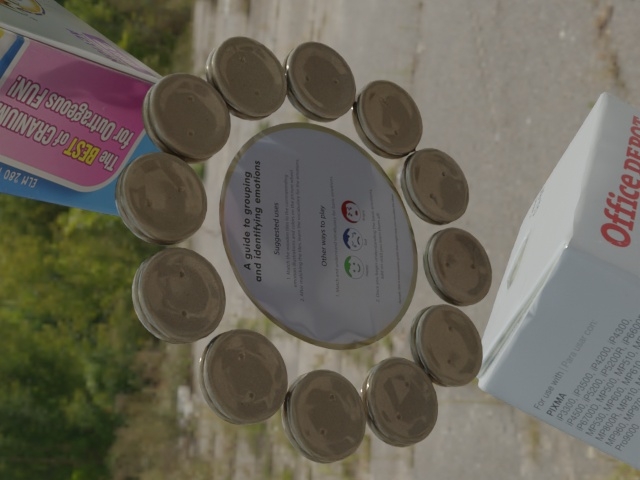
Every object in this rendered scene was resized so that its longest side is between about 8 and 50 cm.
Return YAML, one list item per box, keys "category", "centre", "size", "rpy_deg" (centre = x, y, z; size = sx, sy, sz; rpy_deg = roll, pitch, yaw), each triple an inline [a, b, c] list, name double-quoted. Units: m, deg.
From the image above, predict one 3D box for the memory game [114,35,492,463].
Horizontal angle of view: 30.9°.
- category: "memory game"
  centre: [0.000, 0.000, 0.479]
  size: [0.012, 0.186, 0.186]
  rpy_deg: [-28, 55, 50]

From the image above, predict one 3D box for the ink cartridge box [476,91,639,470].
- category: "ink cartridge box"
  centre: [0.347, 0.073, 0.927]
  size: [0.160, 0.385, 0.279]
  rpy_deg: [-67, -4, 35]

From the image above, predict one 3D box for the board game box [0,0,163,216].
- category: "board game box"
  centre: [-0.232, -0.114, 0.431]
  size: [0.242, 0.316, 0.064]
  rpy_deg: [36, 102, 29]
